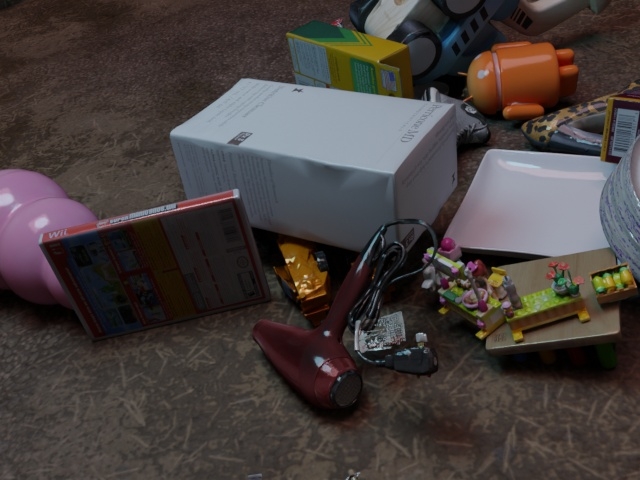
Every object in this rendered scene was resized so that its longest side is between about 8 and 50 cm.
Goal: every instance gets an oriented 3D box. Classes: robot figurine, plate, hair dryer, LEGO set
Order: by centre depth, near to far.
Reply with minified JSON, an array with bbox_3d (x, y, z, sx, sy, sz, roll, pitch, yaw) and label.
[{"bbox_3d":[0.234,0.044,0.920,0.287,0.107,0.132,4,43,45],"label":"LEGO set"},{"bbox_3d":[0.031,0.109,0.959,0.293,0.080,0.223,-19,48,28],"label":"hair dryer"},{"bbox_3d":[0.362,-0.047,1.145,0.278,0.045,0.277,8,40,26],"label":"plate"},{"bbox_3d":[0.000,0.000,1.160,0.211,0.085,0.291,-17,37,-6],"label":"robot figurine"},{"bbox_3d":[0.380,-0.310,1.420,0.219,0.158,0.128,-6,7,9],"label":"robot figurine"}]

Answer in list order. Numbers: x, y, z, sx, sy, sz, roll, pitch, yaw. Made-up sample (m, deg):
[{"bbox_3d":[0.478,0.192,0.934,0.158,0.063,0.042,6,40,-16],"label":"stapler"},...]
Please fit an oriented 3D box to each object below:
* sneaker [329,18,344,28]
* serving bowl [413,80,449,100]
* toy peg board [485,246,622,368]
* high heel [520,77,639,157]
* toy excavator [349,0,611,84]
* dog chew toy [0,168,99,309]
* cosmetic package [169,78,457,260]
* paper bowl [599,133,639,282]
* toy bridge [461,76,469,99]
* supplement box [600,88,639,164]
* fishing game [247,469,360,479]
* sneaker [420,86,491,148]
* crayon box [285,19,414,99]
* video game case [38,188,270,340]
[{"bbox_3d":[0.047,-0.538,1.894,0.067,0.042,0.118,-29,37,-15],"label":"sneaker"},{"bbox_3d":[0.228,-0.303,1.539,0.083,0.027,0.083,-8,37,6],"label":"serving bowl"},{"bbox_3d":[0.311,0.101,0.956,0.161,0.079,0.161,-13,33,27],"label":"toy peg board"},{"bbox_3d":[0.493,-0.243,1.326,0.186,0.093,0.261,20,52,36],"label":"high heel"},{"bbox_3d":[0.351,-0.481,1.527,0.433,0.445,0.222,-51,44,20],"label":"toy excavator"},{"bbox_3d":[-0.448,0.011,1.199,0.332,0.206,0.206,25,50,29],"label":"dog chew toy"},{"bbox_3d":[-0.007,-0.120,1.117,0.385,0.156,0.217,11,40,28],"label":"cosmetic package"},{"bbox_3d":[0.519,-0.044,0.931,0.284,0.148,0.284,6,51,-8],"label":"paper bowl"},{"bbox_3d":[0.342,-0.353,1.574,0.063,0.026,0.188,12,43,33],"label":"toy bridge"},{"bbox_3d":[0.533,-0.185,1.179,0.081,0.104,0.188,20,28,41],"label":"supplement box"},{"bbox_3d":[-0.067,0.331,0.780,0.264,0.041,0.189,-17,39,-5],"label":"fishing game"},{"bbox_3d":[0.250,-0.182,1.333,0.132,0.086,0.228,11,55,-10],"label":"sneaker"},{"bbox_3d":[0.078,-0.291,1.423,0.083,0.203,0.323,-32,41,-25],"label":"crayon box"},{"bbox_3d":[-0.232,0.041,1.074,0.285,0.204,0.025,-13,39,0],"label":"video game case"}]
